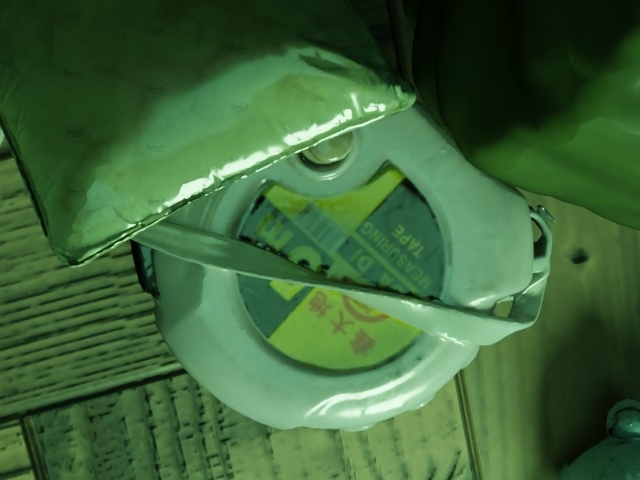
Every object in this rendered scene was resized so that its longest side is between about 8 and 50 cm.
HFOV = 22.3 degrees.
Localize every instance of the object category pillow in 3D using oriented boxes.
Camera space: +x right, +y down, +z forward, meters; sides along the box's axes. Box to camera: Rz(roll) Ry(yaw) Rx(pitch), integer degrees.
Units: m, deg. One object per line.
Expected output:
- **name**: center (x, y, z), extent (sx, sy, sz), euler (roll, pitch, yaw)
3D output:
- **pillow**: center (-0.103, -0.157, 0.768), extent (0.185, 0.075, 0.302), euler (-27, 82, -2)

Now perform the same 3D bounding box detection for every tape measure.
- **tape measure**: center (0.000, 0.000, 0.856), extent (0.236, 0.120, 0.197), euler (43, 87, -14)

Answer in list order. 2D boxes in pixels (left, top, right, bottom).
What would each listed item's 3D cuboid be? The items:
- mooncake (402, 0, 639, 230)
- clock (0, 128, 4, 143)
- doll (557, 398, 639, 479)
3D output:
- **mooncake**: center (0.179, -0.180, 0.733), extent (0.194, 0.356, 0.356), euler (21, 99, -20)
- **clock**: center (-0.267, -0.068, 0.706), extent (0.116, 0.231, 0.262), euler (-39, 111, 24)
- **doll**: center (0.226, 0.176, 0.979), extent (0.180, 0.075, 0.120), euler (25, 102, -4)
